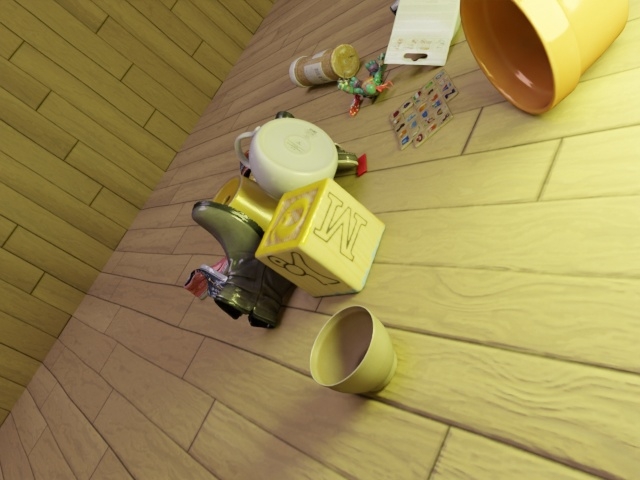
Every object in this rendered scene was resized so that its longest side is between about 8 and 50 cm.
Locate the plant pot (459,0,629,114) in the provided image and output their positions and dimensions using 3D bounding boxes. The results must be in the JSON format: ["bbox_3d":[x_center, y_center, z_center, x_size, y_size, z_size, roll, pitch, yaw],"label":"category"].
[{"bbox_3d":[0.437,-0.421,1.075,0.203,0.291,0.291,-34,29,0],"label":"plant pot"}]

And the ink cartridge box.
[{"bbox_3d":[0.302,-0.607,1.622,0.189,0.066,0.232,10,84,25],"label":"ink cartridge box"}]

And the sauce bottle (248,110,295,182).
[{"bbox_3d":[-0.163,-0.292,1.927,0.111,0.111,0.344,-14,52,50],"label":"sauce bottle"}]

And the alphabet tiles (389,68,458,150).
[{"bbox_3d":[0.277,-0.342,1.476,0.198,0.009,0.237,-39,32,24],"label":"alphabet tiles"}]

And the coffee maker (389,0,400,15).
[{"bbox_3d":[0.324,-0.738,1.714,0.178,0.120,0.171,-52,54,30],"label":"coffee maker"}]

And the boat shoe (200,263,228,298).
[{"bbox_3d":[-0.341,0.137,1.765,0.183,0.065,0.083,22,77,43],"label":"boat shoe"}]

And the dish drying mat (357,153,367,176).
[{"bbox_3d":[0.117,-0.212,1.568,0.032,0.008,0.083,-36,32,30],"label":"dish drying mat"}]

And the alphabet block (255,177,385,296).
[{"bbox_3d":[0.000,0.000,1.304,0.192,0.197,0.193,-14,46,49],"label":"alphabet block"}]

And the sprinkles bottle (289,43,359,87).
[{"bbox_3d":[0.008,-0.657,2.116,0.121,0.121,0.355,-58,29,-9],"label":"sprinkles bottle"}]

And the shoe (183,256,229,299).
[{"bbox_3d":[-0.379,0.111,1.867,0.178,0.081,0.063,-50,28,5],"label":"shoe"}]

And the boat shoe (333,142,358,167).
[{"bbox_3d":[-0.006,-0.257,1.667,0.335,0.112,0.096,4,91,57],"label":"boat shoe"}]

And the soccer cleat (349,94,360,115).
[{"bbox_3d":[0.111,-0.438,1.815,0.035,0.029,0.083,126,160,-71],"label":"soccer cleat"}]

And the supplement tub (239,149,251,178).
[{"bbox_3d":[-0.248,-0.272,2.080,0.106,0.106,0.198,-44,30,17],"label":"supplement tub"}]

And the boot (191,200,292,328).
[{"bbox_3d":[-0.215,0.064,1.410,0.223,0.338,0.118,-63,13,-26],"label":"boot"}]

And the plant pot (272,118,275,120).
[{"bbox_3d":[-0.163,-0.416,2.155,0.083,0.083,0.079,21,88,61],"label":"plant pot"}]

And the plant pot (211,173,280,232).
[{"bbox_3d":[-0.188,-0.056,1.607,0.254,0.239,0.254,-36,33,28],"label":"plant pot"}]

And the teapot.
[{"bbox_3d":[-0.087,-0.194,1.503,0.187,0.252,0.256,113,147,-50],"label":"teapot"}]

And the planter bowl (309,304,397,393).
[{"bbox_3d":[0.074,0.218,1.040,0.162,0.109,0.162,-37,31,27],"label":"planter bowl"}]

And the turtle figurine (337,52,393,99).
[{"bbox_3d":[0.143,-0.500,1.740,0.175,0.118,0.234,-25,18,12],"label":"turtle figurine"}]
